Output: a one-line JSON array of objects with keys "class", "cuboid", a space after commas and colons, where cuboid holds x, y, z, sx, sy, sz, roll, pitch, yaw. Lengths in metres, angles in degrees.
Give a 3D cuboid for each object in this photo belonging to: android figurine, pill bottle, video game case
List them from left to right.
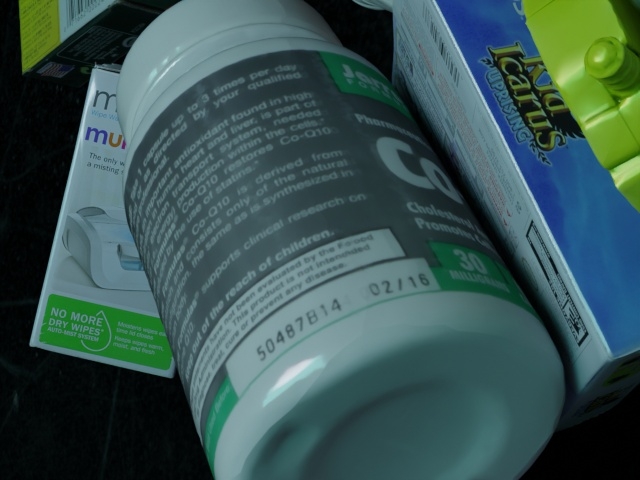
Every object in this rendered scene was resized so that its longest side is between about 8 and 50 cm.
[{"class": "pill bottle", "cuboid": [-0.011, 0.001, 0.815, 0.204, 0.204, 0.361, -56, 39, 27]}, {"class": "video game case", "cuboid": [0.121, -0.032, 0.782, 0.244, 0.061, 0.270, 85, 162, -73]}, {"class": "android figurine", "cuboid": [0.191, -0.077, 0.694, 0.056, 0.273, 0.248, -32, 58, 25]}]

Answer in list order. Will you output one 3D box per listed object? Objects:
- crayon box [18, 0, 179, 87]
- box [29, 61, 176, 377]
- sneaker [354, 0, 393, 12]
[{"class": "crayon box", "cuboid": [-0.253, -0.354, 1.404, 0.202, 0.081, 0.319, -23, 67, 45]}, {"class": "box", "cuboid": [-0.160, -0.032, 1.120, 0.262, 0.126, 0.231, -130, 54, -80]}, {"class": "sneaker", "cuboid": [0.052, -0.218, 1.017, 0.212, 0.094, 0.080, 35, 111, 47]}]
